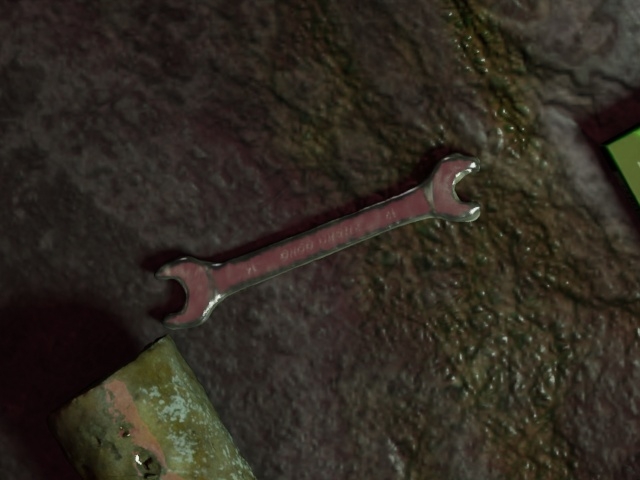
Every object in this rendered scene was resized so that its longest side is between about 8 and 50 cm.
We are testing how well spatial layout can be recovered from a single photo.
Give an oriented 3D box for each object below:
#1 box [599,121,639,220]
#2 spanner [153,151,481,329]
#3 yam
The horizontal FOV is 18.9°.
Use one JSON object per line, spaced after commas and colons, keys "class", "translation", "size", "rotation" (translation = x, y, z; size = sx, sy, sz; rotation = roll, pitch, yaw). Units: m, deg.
{"class": "box", "translation": [0.312, 0.003, 1.365], "size": [0.132, 0.034, 0.235], "rotation": [-28, 92, 0]}
{"class": "spanner", "translation": [0.000, 0.000, 1.373], "size": [0.254, 0.015, 0.054], "rotation": [-21, 91, 0]}
{"class": "yam", "translation": [-0.100, 0.174, 1.332], "size": [0.107, 0.107, 0.194], "rotation": [-32, 92, 0]}
